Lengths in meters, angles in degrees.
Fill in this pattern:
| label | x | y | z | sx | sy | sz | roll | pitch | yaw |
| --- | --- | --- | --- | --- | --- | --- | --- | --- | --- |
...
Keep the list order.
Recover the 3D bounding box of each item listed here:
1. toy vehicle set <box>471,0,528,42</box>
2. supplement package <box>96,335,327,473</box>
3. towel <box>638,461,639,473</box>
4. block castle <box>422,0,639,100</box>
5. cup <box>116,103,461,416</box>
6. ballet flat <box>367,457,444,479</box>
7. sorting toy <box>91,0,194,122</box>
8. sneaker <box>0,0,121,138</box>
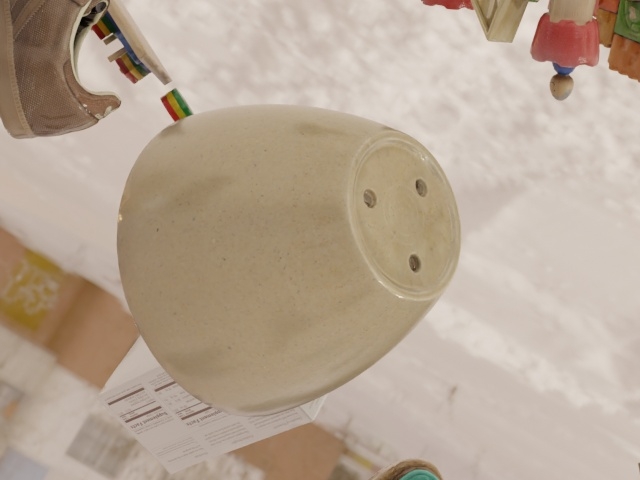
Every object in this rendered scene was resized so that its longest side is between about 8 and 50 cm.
| label | x | y | z | sx | sy | sz | roll | pitch | yaw |
| --- | --- | --- | --- | --- | --- | --- | --- | --- | --- |
| toy vehicle set | 0.219 | -0.404 | 1.631 | 0.035 | 0.267 | 0.166 | -1 | 140 | -16 |
| supplement package | -0.103 | 0.138 | 1.548 | 0.262 | 0.204 | 0.145 | -26 | 111 | 39 |
| towel | 0.474 | 0.386 | 1.342 | 0.056 | 0.324 | 0.312 | -12 | 180 | -23 |
| block castle | 0.351 | -0.329 | 1.734 | 0.303 | 0.212 | 0.453 | 0 | -160 | -18 |
| cup | 0.000 | 0.000 | 1.279 | 0.237 | 0.331 | 0.331 | -15 | 139 | 42 |
| ballet flat | 0.015 | 0.401 | 1.648 | 0.116 | 0.342 | 0.124 | 49 | 172 | -9 |
| sorting toy | -0.248 | -0.255 | 1.523 | 0.274 | 0.046 | 0.132 | 57 | -179 | 9 |
| sneaker | -0.161 | -0.155 | 0.754 | 0.071 | 0.188 | 0.066 | -7 | 179 | -2 |
